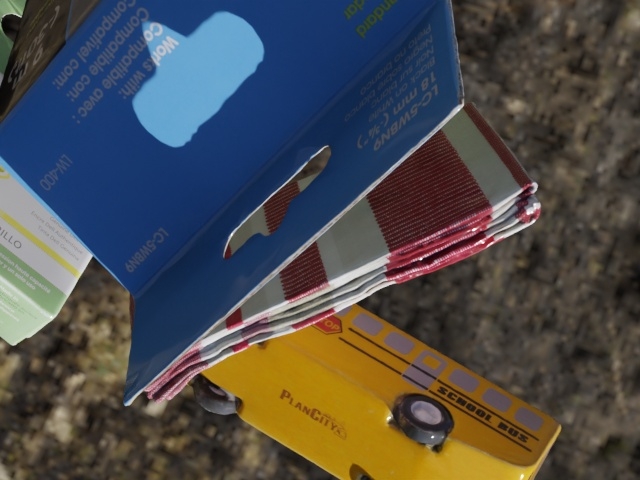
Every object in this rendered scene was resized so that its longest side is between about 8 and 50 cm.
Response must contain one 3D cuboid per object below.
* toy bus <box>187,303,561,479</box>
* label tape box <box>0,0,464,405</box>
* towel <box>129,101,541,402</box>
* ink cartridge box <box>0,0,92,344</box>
[{"bbox_3d":[0.037,0.140,1.359,0.130,0.333,0.108,-42,158,-55],"label":"toy bus"},{"bbox_3d":[-0.051,-0.127,0.724,0.240,0.106,0.333,-42,-150,35],"label":"label tape box"},{"bbox_3d":[0.000,0.000,1.204,0.237,0.329,0.037,-108,173,-67],"label":"towel"},{"bbox_3d":[-0.190,-0.075,0.919,0.056,0.171,0.235,-33,-157,43],"label":"ink cartridge box"}]
